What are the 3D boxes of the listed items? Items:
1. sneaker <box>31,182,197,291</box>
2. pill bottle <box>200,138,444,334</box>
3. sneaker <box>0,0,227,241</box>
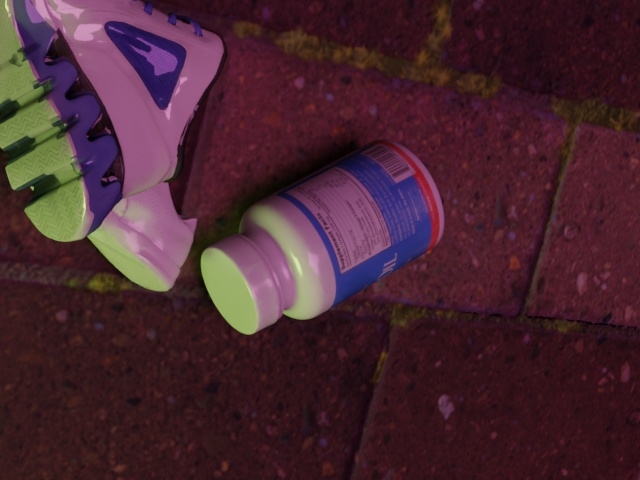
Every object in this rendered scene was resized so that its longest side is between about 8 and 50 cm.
[{"bbox_3d":[-0.181,-0.050,1.283,0.212,0.080,0.094,52,58,-42],"label":"sneaker"},{"bbox_3d":[0.000,0.000,1.401,0.221,0.124,0.124,-29,121,-27],"label":"pill bottle"},{"bbox_3d":[-0.184,-0.170,1.173,0.182,0.127,0.316,-21,96,-43],"label":"sneaker"}]
